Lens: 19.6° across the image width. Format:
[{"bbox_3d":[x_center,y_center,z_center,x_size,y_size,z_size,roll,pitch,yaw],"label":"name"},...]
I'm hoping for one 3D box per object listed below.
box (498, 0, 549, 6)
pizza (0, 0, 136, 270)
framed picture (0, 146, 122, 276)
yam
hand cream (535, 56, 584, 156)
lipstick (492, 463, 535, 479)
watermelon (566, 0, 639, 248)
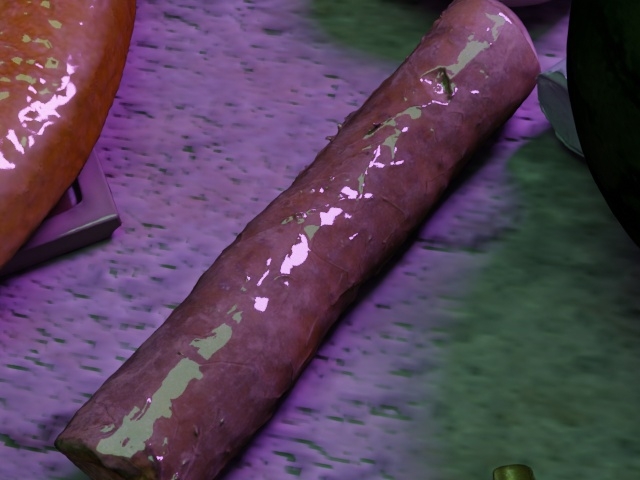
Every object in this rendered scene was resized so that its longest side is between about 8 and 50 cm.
[{"bbox_3d":[0.103,-0.206,0.943,0.146,0.088,0.200,16,60,20],"label":"box"},{"bbox_3d":[-0.186,-0.096,0.909,0.182,0.074,0.365,0,55,8],"label":"pizza"},{"bbox_3d":[-0.238,-0.077,0.962,0.211,0.020,0.289,-20,53,-4],"label":"framed picture"},{"bbox_3d":[0.000,0.000,0.832,0.066,0.066,0.299,28,65,27],"label":"yam"},{"bbox_3d":[0.194,-0.109,0.883,0.205,0.050,0.078,-32,52,-18],"label":"hand cream"},{"bbox_3d":[0.086,0.134,0.736,0.037,0.037,0.116,-11,50,3],"label":"lipstick"},{"bbox_3d":[0.218,-0.076,0.736,0.242,0.242,0.242,-5,54,7],"label":"watermelon"}]
